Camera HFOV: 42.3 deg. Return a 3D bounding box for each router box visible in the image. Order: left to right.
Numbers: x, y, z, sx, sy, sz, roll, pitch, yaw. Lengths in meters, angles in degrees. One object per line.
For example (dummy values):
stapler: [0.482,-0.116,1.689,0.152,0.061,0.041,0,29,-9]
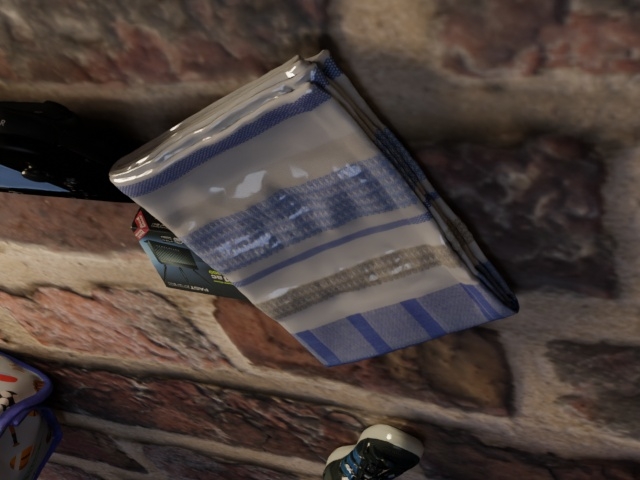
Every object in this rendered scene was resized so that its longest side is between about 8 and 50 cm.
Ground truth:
router box: [-0.097,0.010,0.741,0.122,0.038,0.092,8,145,22]

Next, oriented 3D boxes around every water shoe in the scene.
water shoe: [0.060,0.283,0.996,0.073,0.080,0.203,27,147,-7]

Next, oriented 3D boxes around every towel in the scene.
towel: [0.000,0.000,0.635,0.209,0.034,0.285,-21,129,32]

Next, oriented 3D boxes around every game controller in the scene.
game controller: [-0.301,-0.070,0.695,0.319,0.067,0.166,6,162,25]

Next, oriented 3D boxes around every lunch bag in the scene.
lunch bag: [-0.568,0.251,1.196,0.327,0.239,0.385,24,154,1]
